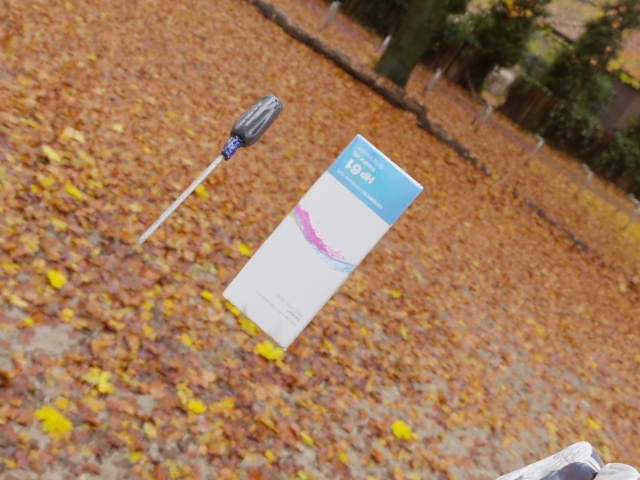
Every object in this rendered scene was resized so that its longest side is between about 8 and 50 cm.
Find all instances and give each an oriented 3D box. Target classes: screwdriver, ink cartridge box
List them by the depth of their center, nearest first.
[{"bbox_3d":[0.000,0.000,0.475,0.052,0.122,0.088,39,1,-2],"label":"ink cartridge box"},{"bbox_3d":[-0.084,-0.056,0.615,0.025,0.170,0.024,33,-23,5],"label":"screwdriver"}]

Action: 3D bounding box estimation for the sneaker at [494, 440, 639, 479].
[{"bbox_3d":[0.203,0.236,0.555,0.235,0.094,0.153,99,-32,-78],"label":"sneaker"}]
